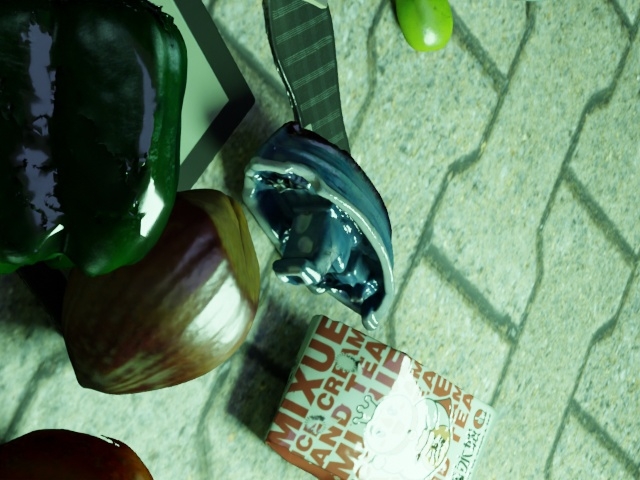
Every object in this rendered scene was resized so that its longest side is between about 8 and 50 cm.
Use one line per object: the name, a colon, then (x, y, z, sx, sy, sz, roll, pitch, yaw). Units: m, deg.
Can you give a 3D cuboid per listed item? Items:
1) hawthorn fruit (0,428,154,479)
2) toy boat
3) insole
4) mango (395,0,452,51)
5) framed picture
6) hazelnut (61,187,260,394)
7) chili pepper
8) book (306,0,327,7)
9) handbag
hawthorn fruit: (-0.209, 0.267, 1.502, 0.181, 0.235, 0.181, -45, 143, -48)
toy boat: (0.000, 0.000, 1.801, 0.309, 0.129, 0.142, 55, 45, -45)
insole: (-0.010, -0.177, 1.846, 0.110, 0.012, 0.309, -36, 125, -44)
mango: (0.119, -0.272, 1.960, 0.073, 0.056, 0.108, -37, 113, -48)
framed picture: (-0.202, -0.110, 1.604, 0.347, 0.016, 0.265, -57, 138, -28)
hazelnut: (-0.153, 0.046, 1.555, 0.212, 0.181, 0.181, 49, 29, -69)
chili pepper: (-0.232, -0.094, 1.379, 0.233, 0.248, 0.256, 1, 94, -16)
book: (-0.018, -0.349, 1.780, 0.127, 0.014, 0.181, 18, 77, -55)
handbag: (0.057, 0.211, 1.910, 0.298, 0.151, 0.171, 33, 75, -47)
